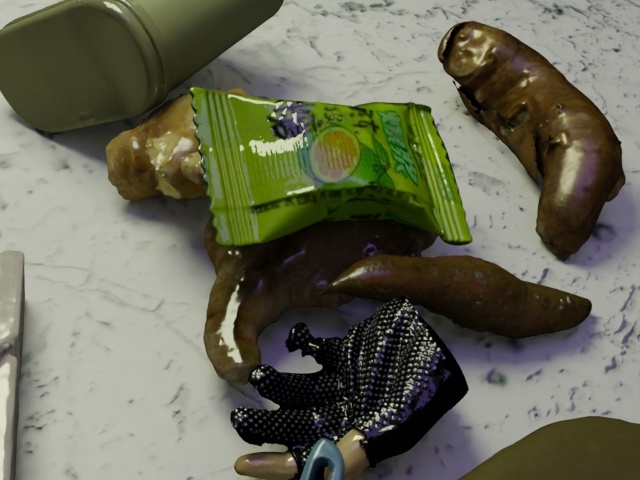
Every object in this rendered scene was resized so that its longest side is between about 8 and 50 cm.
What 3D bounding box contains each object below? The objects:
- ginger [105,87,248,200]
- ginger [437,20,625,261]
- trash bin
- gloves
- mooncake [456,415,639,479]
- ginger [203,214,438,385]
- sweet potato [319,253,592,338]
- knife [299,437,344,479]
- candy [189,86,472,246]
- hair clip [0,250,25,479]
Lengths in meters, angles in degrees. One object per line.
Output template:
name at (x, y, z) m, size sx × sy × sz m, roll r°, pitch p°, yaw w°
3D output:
ginger at (-0.121, -0.089, 0.778) m, size 0.216 × 0.102 × 0.157 m, roll 11°, pitch 40°, yaw 43°
ginger at (0.241, -0.128, 0.882) m, size 0.132 × 0.107 × 0.309 m, roll -4°, pitch 49°, yaw -32°
trash bin at (-0.188, -0.229, 0.857) m, size 0.243 × 0.121 × 0.247 m, roll -2°, pitch 32°, yaw 39°
gloves at (0.017, 0.130, 0.617) m, size 0.180 × 0.106 × 0.129 m, roll -32°, pitch 60°, yaw -3°
mooncake at (0.169, 0.294, 0.407) m, size 0.378 × 0.201 × 0.379 m, roll 3°, pitch 42°, yaw -3°
ginger at (0.002, -0.001, 0.743) m, size 0.333 × 0.080 × 0.166 m, roll -33°, pitch 57°, yaw -28°
sweet potato at (0.129, 0.047, 0.702) m, size 0.273 × 0.067 × 0.067 m, roll 10°, pitch 44°, yaw -20°
knife at (-0.033, 0.268, 0.472) m, size 0.044 × 0.019 × 0.313 m, roll 13°, pitch 61°, yaw 12°
candy at (0.016, -0.063, 0.686) m, size 0.246 × 0.069 × 0.149 m, roll -3°, pitch 68°, yaw -21°
hair clip at (-0.262, 0.139, 0.561) m, size 0.101 × 0.085 × 0.331 m, roll -2°, pitch 40°, yaw -14°
